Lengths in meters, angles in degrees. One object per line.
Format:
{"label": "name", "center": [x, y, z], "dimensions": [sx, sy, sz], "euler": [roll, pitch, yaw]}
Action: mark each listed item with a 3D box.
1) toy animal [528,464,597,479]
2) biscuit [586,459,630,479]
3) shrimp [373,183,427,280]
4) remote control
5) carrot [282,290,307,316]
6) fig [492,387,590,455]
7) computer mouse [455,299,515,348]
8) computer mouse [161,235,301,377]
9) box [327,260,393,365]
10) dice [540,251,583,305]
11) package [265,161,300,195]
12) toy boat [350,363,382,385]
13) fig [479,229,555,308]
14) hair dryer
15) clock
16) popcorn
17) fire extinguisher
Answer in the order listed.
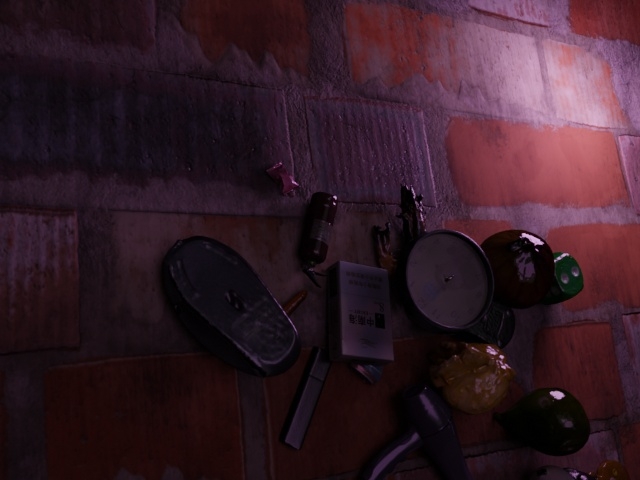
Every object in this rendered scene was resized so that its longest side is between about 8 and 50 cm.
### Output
{"label": "toy animal", "center": [0.652, 0.694, 1.850], "dimensions": [0.179, 0.166, 0.138], "euler": [12, 27, -18]}
{"label": "biscuit", "center": [0.846, 0.752, 2.010], "dimensions": [0.236, 0.039, 0.180], "euler": [-35, 94, -34]}
{"label": "shrimp", "center": [0.217, -0.005, 1.835], "dimensions": [0.178, 0.075, 0.290], "euler": [-14, 97, -30]}
{"label": "remote control", "center": [-0.029, 0.370, 1.608], "dimensions": [0.063, 0.025, 0.245], "euler": [29, 63, -16]}
{"label": "carrot", "center": [-0.091, 0.180, 1.615], "dimensions": [0.037, 0.037, 0.190], "euler": [47, 58, -11]}
{"label": "fig", "center": [0.601, 0.501, 1.859], "dimensions": [0.244, 0.195, 0.196], "euler": [-8, 80, 0]}
{"label": "computer mouse", "center": [0.404, 0.204, 1.862], "dimensions": [0.269, 0.086, 0.138], "euler": [27, 69, -11]}
{"label": "computer mouse", "center": [-0.202, 0.153, 1.511], "dimensions": [0.203, 0.114, 0.374], "euler": [-37, 81, -30]}
{"label": "box", "center": [0.097, 0.183, 1.690], "dimensions": [0.155, 0.067, 0.243], "euler": [12, 63, -25]}
{"label": "dice", "center": [0.700, 0.116, 2.042], "dimensions": [0.120, 0.128, 0.131], "euler": [-31, 94, -31]}
{"label": "package", "center": [-0.095, -0.156, 1.710], "dimensions": [0.059, 0.029, 0.083], "euler": [-32, 85, -36]}
{"label": "toy boat", "center": [0.133, 0.295, 1.716], "dimensions": [0.096, 0.034, 0.122], "euler": [43, 59, -15]}
{"label": "fig", "center": [0.552, 0.074, 1.914], "dimensions": [0.234, 0.214, 0.235], "euler": [26, 38, -22]}
{"label": "hair dryer", "center": [0.203, 0.560, 1.666], "dimensions": [0.361, 0.121, 0.301], "euler": [-32, 102, -23]}
{"label": "clock", "center": [0.330, 0.106, 1.784], "dimensions": [0.280, 0.055, 0.281], "euler": [6, 74, -20]}
{"label": "popcorn", "center": [0.388, 0.355, 1.756], "dimensions": [0.253, 0.191, 0.190], "euler": [12, 70, -27]}
{"label": "fire extinguisher", "center": [0.000, 0.000, 1.699], "dimensions": [0.099, 0.071, 0.231], "euler": [24, 66, -32]}
